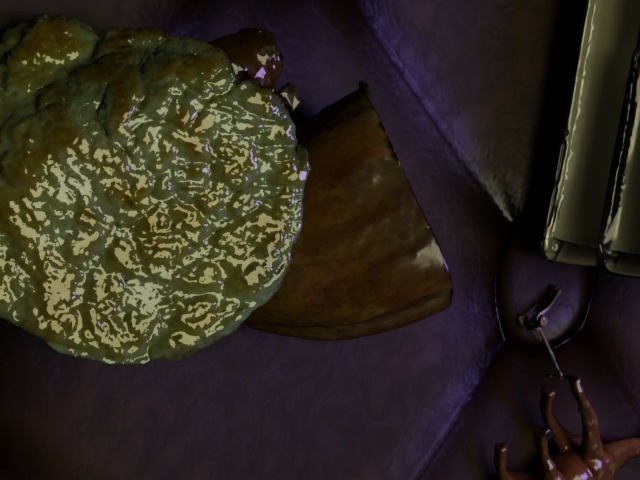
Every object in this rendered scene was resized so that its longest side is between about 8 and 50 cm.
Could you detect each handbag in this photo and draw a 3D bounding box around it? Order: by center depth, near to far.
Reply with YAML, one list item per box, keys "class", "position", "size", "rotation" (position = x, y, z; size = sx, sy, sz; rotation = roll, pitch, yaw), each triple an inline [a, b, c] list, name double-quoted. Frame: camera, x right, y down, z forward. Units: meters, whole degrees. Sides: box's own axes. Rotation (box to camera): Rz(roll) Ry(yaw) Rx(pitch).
- class: "handbag"
  position: [0.353, -0.135, 1.674]
  size: [0.237, 0.160, 0.358]
  rotation: [8, 93, -48]

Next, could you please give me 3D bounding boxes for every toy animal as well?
- class: "toy animal"
  position: [0.280, 0.213, 1.723]
  size: [0.224, 0.066, 0.229]
  rotation: [-49, 130, -20]

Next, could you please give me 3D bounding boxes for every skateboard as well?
- class: "skateboard"
  position: [0.233, 0.094, 1.690]
  size: [0.064, 0.032, 0.083]
  rotation: [-46, 122, -39]

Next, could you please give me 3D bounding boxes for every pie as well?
- class: "pie"
  position: [-0.141, -0.038, 1.245]
  size: [0.274, 0.105, 0.257]
  rotation: [2, 84, -19]

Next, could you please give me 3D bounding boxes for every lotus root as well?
- class: "lotus root"
  position: [0.000, -0.001, 1.400]
  size: [0.180, 0.199, 0.188]
  rotation: [-26, 78, -1]
